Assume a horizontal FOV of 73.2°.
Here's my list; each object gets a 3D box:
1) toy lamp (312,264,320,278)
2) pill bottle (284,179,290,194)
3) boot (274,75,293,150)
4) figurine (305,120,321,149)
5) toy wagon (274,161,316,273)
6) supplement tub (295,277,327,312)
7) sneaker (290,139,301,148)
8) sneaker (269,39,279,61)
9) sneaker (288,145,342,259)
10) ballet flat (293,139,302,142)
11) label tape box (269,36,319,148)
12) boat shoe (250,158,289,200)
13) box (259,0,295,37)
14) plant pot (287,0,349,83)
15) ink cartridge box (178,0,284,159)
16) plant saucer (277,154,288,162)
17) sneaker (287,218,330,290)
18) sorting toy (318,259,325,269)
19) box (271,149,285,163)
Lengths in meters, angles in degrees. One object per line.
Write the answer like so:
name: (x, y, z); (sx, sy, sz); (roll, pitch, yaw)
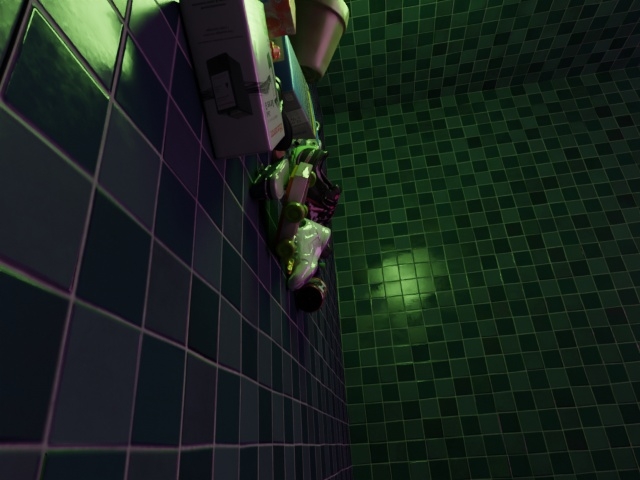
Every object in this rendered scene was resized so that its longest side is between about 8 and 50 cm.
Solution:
toy lamp: (-0.048, 0.114, 1.703); (0.274, 0.080, 0.080); (38, 45, -78)
pill bottle: (-0.116, -0.201, 1.559); (0.083, 0.043, 0.044); (-89, 170, -55)
boot: (-0.143, -0.320, 1.229); (0.207, 0.094, 0.247); (-85, 171, -46)
figurine: (-0.035, -0.559, 2.564); (0.209, 0.092, 0.215); (80, 6, -62)
toy wagon: (-0.084, -0.053, 1.298); (0.267, 0.068, 0.345); (-76, -178, -60)
supplement tub: (-0.030, 0.198, 1.622); (0.198, 0.105, 0.106); (-50, 132, -82)
sneaker: (-0.109, -0.384, 1.717); (0.098, 0.069, 0.038); (-84, 166, -64)
sneaker: (-0.168, -0.553, 1.251); (0.208, 0.094, 0.082); (-78, 161, -68)
sneaker: (-0.007, -0.146, 1.768); (0.185, 0.202, 0.484); (-74, 156, -73)
ballet flat: (-0.116, -0.469, 1.720); (0.241, 0.091, 0.077); (67, 39, -56)
label tape box: (-0.105, -0.499, 1.506); (0.348, 0.115, 0.250); (57, 22, -66)
boat shoe: (-0.134, -0.166, 1.201); (0.255, 0.078, 0.095); (-79, 163, -64)
box: (-0.169, -0.734, 1.191); (0.300, 0.153, 0.142); (76, 10, -57)
plant pot: (-0.063, -0.820, 1.775); (0.323, 0.322, 0.281); (27, 73, -83)
ink cartridge box: (-0.165, -0.334, 0.891); (0.211, 0.121, 0.290); (-81, 163, -67)
plant saucer: (-0.132, -0.229, 1.443); (0.119, 0.021, 0.120); (10, 90, -84)
sneaker: (-0.073, 0.044, 1.501); (0.114, 0.152, 0.305); (-47, -166, 45)
sorting toy: (0.000, 0.000, 2.394); (0.196, 0.047, 0.348); (-82, 163, -68)
box: (-0.154, -0.363, 1.509); (0.164, 0.021, 0.202); (-42, 125, -82)
